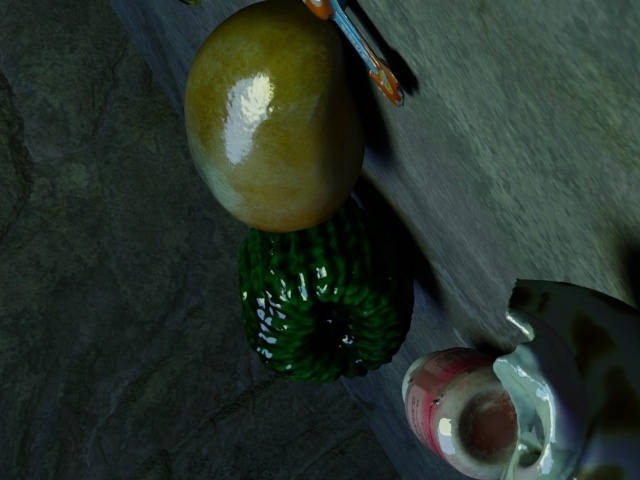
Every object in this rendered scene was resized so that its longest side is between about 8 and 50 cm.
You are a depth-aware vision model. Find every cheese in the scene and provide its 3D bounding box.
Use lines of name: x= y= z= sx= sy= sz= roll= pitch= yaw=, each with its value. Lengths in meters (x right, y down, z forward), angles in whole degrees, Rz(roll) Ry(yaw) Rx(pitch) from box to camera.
cheese: x=0.009 y=-0.235 z=1.680 sx=0.256 sy=0.037 sz=0.106 roll=56 pitch=174 yaw=6

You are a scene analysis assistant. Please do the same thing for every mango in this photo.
mango: x=-0.048 y=-0.137 z=1.910 sx=0.221 sy=0.199 sz=0.384 roll=61 pitch=162 yaw=17

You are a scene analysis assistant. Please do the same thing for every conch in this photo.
conch: x=0.241 y=0.184 z=1.399 sx=0.368 sy=0.197 sz=0.249 roll=82 pitch=-177 yaw=-58

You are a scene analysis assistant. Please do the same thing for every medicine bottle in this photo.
medicine bottle: x=0.180 y=0.205 z=2.109 sx=0.147 sy=0.147 sz=0.247 roll=57 pitch=173 yaw=-11

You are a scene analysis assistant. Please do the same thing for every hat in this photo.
hat: x=0.000 y=0.000 z=2.264 sx=0.274 sy=0.242 sz=0.332 roll=108 pitch=156 yaw=-53

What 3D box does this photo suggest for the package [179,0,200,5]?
package: x=-0.199 y=-0.383 z=2.185 sx=0.168 sy=0.090 sz=0.226 roll=53 pitch=176 yaw=-6
